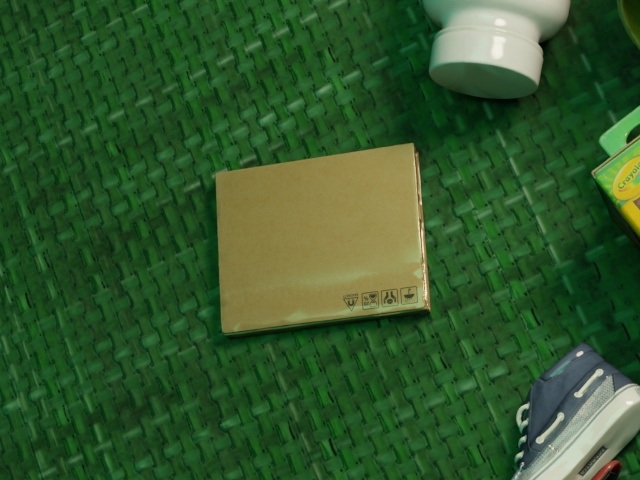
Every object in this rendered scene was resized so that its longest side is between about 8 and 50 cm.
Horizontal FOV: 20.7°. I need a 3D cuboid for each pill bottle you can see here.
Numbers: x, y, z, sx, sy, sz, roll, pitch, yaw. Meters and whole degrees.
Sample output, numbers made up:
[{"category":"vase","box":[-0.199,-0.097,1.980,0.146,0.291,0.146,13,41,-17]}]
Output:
[{"category":"pill bottle","box":[0.167,-0.262,1.612,0.136,0.136,0.246,5,77,19]}]

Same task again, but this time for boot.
[{"category":"boot","box":[0.197,0.181,1.524,0.190,0.069,0.086,-45,53,-1]}]

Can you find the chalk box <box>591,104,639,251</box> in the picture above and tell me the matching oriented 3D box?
[{"category":"chalk box","box":[0.325,-0.035,1.500,0.132,0.132,0.213,-38,67,4]}]

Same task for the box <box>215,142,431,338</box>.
[{"category":"box","box":[0.000,0.000,1.654,0.201,0.021,0.164,-8,73,16]}]

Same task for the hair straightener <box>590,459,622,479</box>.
[{"category":"hair straightener","box":[0.204,0.298,1.490,0.230,0.047,0.089,-47,67,1]}]

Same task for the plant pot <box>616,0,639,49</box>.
[{"category":"plant pot","box":[0.408,-0.314,1.507,0.274,0.275,0.293,2,59,18]}]
